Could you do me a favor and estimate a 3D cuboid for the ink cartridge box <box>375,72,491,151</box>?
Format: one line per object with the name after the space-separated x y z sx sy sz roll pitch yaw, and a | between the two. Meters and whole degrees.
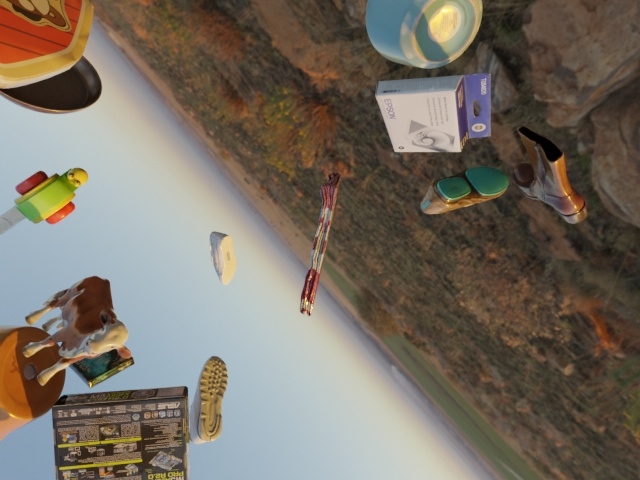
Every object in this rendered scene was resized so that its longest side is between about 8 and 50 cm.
0.253 -0.268 0.985 0.224 0.045 0.223 2 159 22 | ink cartridge box

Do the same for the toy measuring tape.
-0.660 -0.060 0.997 0.121 0.330 0.121 58 -178 -3 | toy measuring tape

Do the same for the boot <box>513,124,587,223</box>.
0.555 -0.190 1.170 0.280 0.096 0.264 39 -156 -39 | boot

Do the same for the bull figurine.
-0.494 0.178 0.926 0.310 0.188 0.101 39 151 57 | bull figurine

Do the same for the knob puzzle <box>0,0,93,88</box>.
-0.204 -0.171 0.245 0.213 0.030 0.213 45 -155 -28 | knob puzzle

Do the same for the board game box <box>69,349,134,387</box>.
-0.622 0.325 1.252 0.186 0.126 0.026 20 122 36 | board game box

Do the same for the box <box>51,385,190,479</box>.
-0.428 0.441 0.987 0.060 0.270 0.216 -151 60 -78 | box

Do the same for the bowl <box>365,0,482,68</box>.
0.290 -0.580 1.176 0.311 0.312 0.163 55 -168 -47 | bowl

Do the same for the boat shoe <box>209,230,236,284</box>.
-0.294 0.051 1.324 0.063 0.066 0.184 25 140 24 | boat shoe

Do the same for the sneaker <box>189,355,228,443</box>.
-0.325 0.442 1.268 0.090 0.095 0.235 28 -130 -33 | sneaker

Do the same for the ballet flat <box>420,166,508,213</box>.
0.418 -0.139 1.340 0.116 0.342 0.124 60 142 14 | ballet flat

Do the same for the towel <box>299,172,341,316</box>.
0.000 0.000 1.151 0.037 0.329 0.237 12 -164 2 | towel

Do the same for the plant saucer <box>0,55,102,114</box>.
-0.416 -0.245 0.665 0.168 0.029 0.168 26 -137 -26 | plant saucer

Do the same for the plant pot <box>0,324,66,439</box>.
-0.717 0.308 0.991 0.291 0.204 0.290 -13 -90 -81 | plant pot
